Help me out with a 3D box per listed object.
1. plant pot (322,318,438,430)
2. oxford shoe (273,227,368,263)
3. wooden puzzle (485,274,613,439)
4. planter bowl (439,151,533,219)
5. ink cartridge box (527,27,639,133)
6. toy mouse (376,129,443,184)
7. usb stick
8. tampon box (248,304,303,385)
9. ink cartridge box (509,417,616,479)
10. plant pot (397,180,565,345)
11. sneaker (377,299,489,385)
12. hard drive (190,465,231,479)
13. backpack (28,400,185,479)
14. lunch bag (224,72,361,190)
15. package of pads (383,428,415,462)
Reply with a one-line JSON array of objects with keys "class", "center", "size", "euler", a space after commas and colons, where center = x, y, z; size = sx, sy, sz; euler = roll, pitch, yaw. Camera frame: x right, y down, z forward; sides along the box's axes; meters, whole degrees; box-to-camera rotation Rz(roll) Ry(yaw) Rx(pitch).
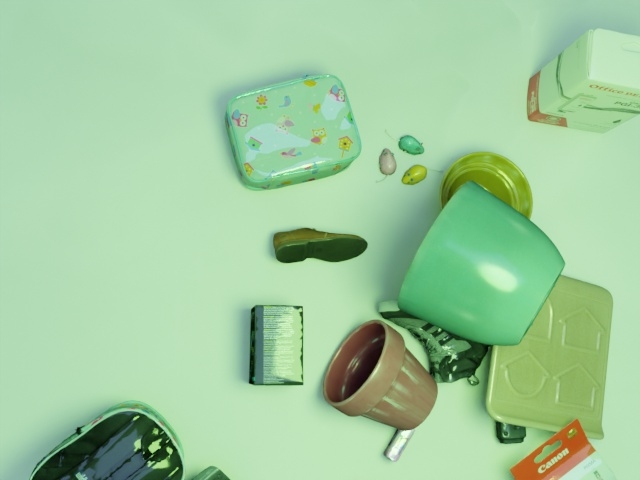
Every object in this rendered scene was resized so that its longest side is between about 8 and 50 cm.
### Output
[{"class": "plant pot", "center": [0.135, 0.294, 1.565], "size": [0.180, 0.201, 0.201], "euler": [37, 77, -18]}, {"class": "oxford shoe", "center": [0.000, 0.000, 1.642], "size": [0.212, 0.076, 0.076], "euler": [1, 41, -20]}, {"class": "wooden puzzle", "center": [0.493, 0.239, 1.657], "size": [0.322, 0.080, 0.347], "euler": [15, 73, -25]}, {"class": "planter bowl", "center": [0.357, -0.084, 1.705], "size": [0.217, 0.090, 0.217], "euler": [1, 82, -10]}, {"class": "ink cartridge box", "center": [0.619, -0.347, 1.694], "size": [0.207, 0.283, 0.117], "euler": [8, 80, -9]}, {"class": "toy mouse", "center": [0.184, -0.193, 1.720], "size": [0.161, 0.031, 0.143], "euler": [-24, 86, -13]}, {"class": "usb stick", "center": [0.416, 0.305, 1.674], "size": [0.077, 0.045, 0.278], "euler": [5, 80, -32]}, {"class": "tampon box", "center": [-0.091, 0.216, 1.562], "size": [0.102, 0.120, 0.161], "euler": [2, 81, -9]}, {"class": "ink cartridge box", "center": [0.526, 0.519, 1.606], "size": [0.189, 0.066, 0.232], "euler": [-35, 120, -7]}, {"class": "plant pot", "center": [0.325, 0.068, 1.472], "size": [0.235, 0.293, 0.293], "euler": [31, 76, 18]}, {"class": "sneaker", "center": [0.240, 0.224, 1.629], "size": [0.269, 0.101, 0.153], "euler": [18, 76, -10]}, {"class": "hard drive", "center": [-0.256, 0.570, 1.477], "size": [0.255, 0.054, 0.172], "euler": [-45, 122, -14]}, {"class": "backpack", "center": [-0.385, 0.435, 1.439], "size": [0.253, 0.191, 0.225], "euler": [-39, 93, -6]}, {"class": "lunch bag", "center": [-0.059, -0.239, 1.645], "size": [0.279, 0.108, 0.224], "euler": [-15, 81, -13]}, {"class": "package of pads", "center": [0.167, 0.429, 1.612], "size": [0.032, 0.050, 0.083], "euler": [32, 77, 1]}]
